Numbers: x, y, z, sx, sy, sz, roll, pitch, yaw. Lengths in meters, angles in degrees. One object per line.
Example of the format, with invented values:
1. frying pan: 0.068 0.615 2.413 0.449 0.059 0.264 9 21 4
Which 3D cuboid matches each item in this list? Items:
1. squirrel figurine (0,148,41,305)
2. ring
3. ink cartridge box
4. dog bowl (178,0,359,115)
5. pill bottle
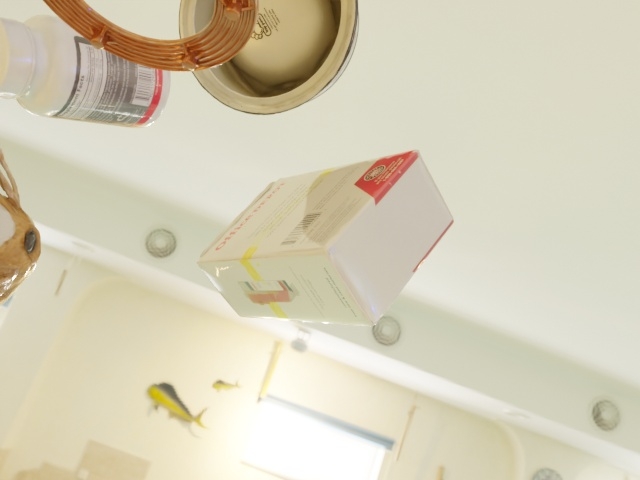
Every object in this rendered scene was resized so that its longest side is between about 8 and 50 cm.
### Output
1. squirrel figurine: -0.448 -0.016 0.543 0.396 0.281 0.370 -20 -27 12
2. ring: -0.247 -0.339 0.891 0.336 0.032 0.337 11 -27 6
3. ink cartridge box: 0.000 0.000 1.224 0.384 0.279 0.160 -4 -54 50
4. dog bowl: -0.096 -0.476 1.483 0.407 0.408 0.150 15 9 16
5. pill bottle: -0.445 -0.305 1.221 0.176 0.177 0.318 6 5 36
